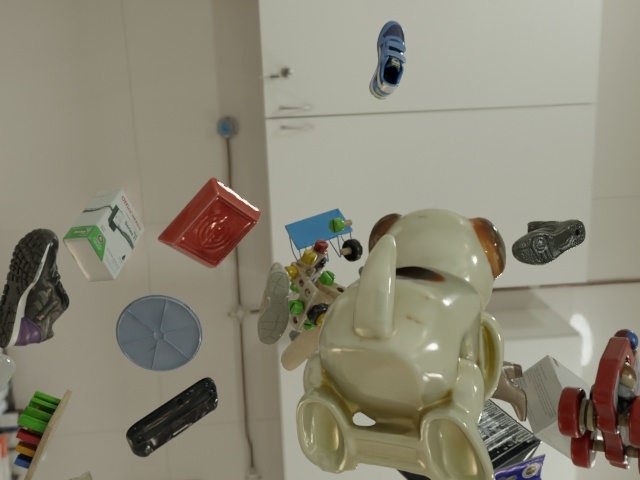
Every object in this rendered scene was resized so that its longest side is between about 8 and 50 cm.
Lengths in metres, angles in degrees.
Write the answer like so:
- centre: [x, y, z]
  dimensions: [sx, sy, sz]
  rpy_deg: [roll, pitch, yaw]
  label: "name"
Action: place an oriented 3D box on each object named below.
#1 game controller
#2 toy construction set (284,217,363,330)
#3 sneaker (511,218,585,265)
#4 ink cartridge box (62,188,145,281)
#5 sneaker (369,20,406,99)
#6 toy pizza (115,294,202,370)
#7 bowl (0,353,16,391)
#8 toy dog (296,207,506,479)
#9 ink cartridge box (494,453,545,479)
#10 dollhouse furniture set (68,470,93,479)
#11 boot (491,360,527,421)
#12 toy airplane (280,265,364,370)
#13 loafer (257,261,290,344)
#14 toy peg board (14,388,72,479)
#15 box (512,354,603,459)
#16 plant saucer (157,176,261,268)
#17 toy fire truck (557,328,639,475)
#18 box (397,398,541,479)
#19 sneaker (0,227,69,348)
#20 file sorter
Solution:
- centre: [-0.460, 0.559, 2.268]
  dimensions: [0.067, 0.319, 0.166]
  rpy_deg: [45, -28, 27]
  label: "game controller"
- centre: [-0.037, 0.136, 1.796]
  dimensions: [0.309, 0.237, 0.258]
  rpy_deg: [-40, -109, 44]
  label: "toy construction set"
- centre: [0.537, 0.006, 1.782]
  dimensions: [0.130, 0.227, 0.087]
  rpy_deg: [-6, -76, 59]
  label: "sneaker"
- centre: [-0.566, -0.016, 1.893]
  dimensions: [0.208, 0.086, 0.153]
  rpy_deg: [-73, 150, -46]
  label: "ink cartridge box"
- centre: [0.129, -0.327, 1.291]
  dimensions: [0.059, 0.053, 0.144]
  rpy_deg: [173, -74, -73]
  label: "sneaker"
- centre: [-0.377, 0.215, 1.684]
  dimensions: [0.032, 0.201, 0.201]
  rpy_deg: [-98, -174, -69]
  label: "toy pizza"
- centre: [-0.757, 0.292, 1.561]
  dimensions: [0.142, 0.142, 0.053]
  rpy_deg: [-74, 164, -54]
  label: "bowl"
- centre: [0.132, 0.111, 1.096]
  dimensions: [0.408, 0.284, 0.395]
  rpy_deg: [-57, 132, -49]
  label: "toy dog"
- centre: [0.315, 0.549, 1.279]
  dimensions: [0.069, 0.175, 0.371]
  rpy_deg: [-128, -149, -53]
  label: "ink cartridge box"
- centre: [-0.641, 0.666, 1.729]
  dimensions: [0.129, 0.129, 0.183]
  rpy_deg: [63, 21, 11]
  label: "dollhouse furniture set"
- centre: [0.329, 0.276, 1.313]
  dimensions: [0.042, 0.086, 0.119]
  rpy_deg: [142, -57, -78]
  label: "boot"
- centre: [0.060, 0.241, 2.205]
  dimensions: [0.272, 0.386, 0.385]
  rpy_deg: [-32, 123, -68]
  label: "toy airplane"
- centre: [-0.067, 0.091, 1.047]
  dimensions: [0.039, 0.045, 0.125]
  rpy_deg: [-104, -157, -63]
  label: "loafer"
- centre: [-0.660, 0.439, 1.664]
  dimensions: [0.161, 0.079, 0.161]
  rpy_deg: [-63, -170, 15]
  label: "toy peg board"
- centre: [0.594, 0.413, 1.766]
  dimensions: [0.119, 0.182, 0.181]
  rpy_deg: [-43, -151, 24]
  label: "box"
- centre: [-0.328, -0.037, 2.221]
  dimensions: [0.048, 0.258, 0.259]
  rpy_deg: [47, 7, 40]
  label: "plant saucer"
- centre: [0.608, 0.324, 1.469]
  dimensions: [0.302, 0.169, 0.254]
  rpy_deg: [60, 44, -38]
  label: "toy fire truck"
- centre: [0.357, 0.537, 1.881]
  dimensions: [0.294, 0.296, 0.183]
  rpy_deg: [37, -57, 36]
  label: "box"
- centre: [-0.582, 0.096, 1.502]
  dimensions: [0.107, 0.124, 0.283]
  rpy_deg: [45, -63, 35]
  label: "sneaker"
- centre: [0.000, 0.000, 2.104]
  dimensions: [0.118, 0.170, 0.105]
  rpy_deg: [-121, -164, -50]
  label: "file sorter"
